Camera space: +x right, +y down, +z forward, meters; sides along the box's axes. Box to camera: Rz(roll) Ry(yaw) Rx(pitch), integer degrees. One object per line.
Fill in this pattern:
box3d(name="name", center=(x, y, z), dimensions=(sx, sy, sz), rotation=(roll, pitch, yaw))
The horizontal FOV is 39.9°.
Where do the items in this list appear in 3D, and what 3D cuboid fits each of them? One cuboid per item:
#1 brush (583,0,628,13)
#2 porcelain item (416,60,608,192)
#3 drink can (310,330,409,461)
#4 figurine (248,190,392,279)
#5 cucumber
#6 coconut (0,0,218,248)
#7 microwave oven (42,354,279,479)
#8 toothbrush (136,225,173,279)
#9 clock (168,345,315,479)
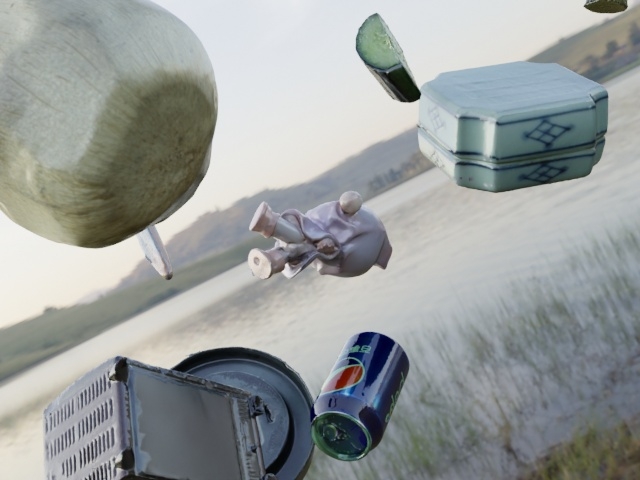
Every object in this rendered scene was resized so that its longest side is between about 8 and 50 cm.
box3d(name="brush", center=(0.275, -0.335, 1.100), dimensions=(0.266, 0.027, 0.062), rotation=(14, -4, -21))
box3d(name="porcelain item", center=(0.328, -0.199, 1.532), dimensions=(0.285, 0.157, 0.281), rotation=(-10, 28, -12))
box3d(name="drink can", center=(0.061, 0.238, 1.362), dimensions=(0.118, 0.118, 0.205), rotation=(-26, 19, 32))
box3d(name="figurine", center=(0.001, 0.000, 1.463), dimensions=(0.276, 0.133, 0.200), rotation=(-4, -30, -40))
box3d(name="cucumber", center=(0.108, -0.286, 1.425), dimensions=(0.062, 0.116, 0.115), rotation=(-28, -35, 19))
box3d(name="coconut", center=(-0.191, -0.103, 0.700), dimensions=(0.224, 0.224, 0.224), rotation=(-27, 1, 1))
box3d(name="microwave oven", center=(-0.208, 0.268, 1.126), dimensions=(0.178, 0.188, 0.247), rotation=(-34, -41, 29))
box3d(name="toothbrush", center=(-0.254, -0.069, 1.151), dimensions=(0.037, 0.375, 0.028), rotation=(11, -60, -36))
box3d(name="clock", center=(-0.159, 0.326, 1.502), dimensions=(0.312, 0.312, 0.061), rotation=(-27, -34, -18))
